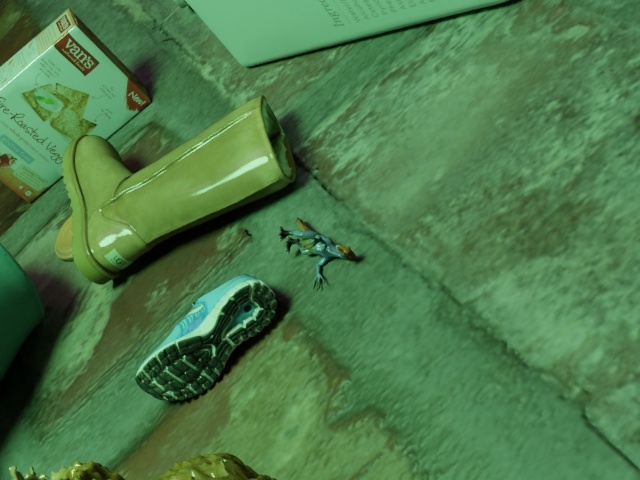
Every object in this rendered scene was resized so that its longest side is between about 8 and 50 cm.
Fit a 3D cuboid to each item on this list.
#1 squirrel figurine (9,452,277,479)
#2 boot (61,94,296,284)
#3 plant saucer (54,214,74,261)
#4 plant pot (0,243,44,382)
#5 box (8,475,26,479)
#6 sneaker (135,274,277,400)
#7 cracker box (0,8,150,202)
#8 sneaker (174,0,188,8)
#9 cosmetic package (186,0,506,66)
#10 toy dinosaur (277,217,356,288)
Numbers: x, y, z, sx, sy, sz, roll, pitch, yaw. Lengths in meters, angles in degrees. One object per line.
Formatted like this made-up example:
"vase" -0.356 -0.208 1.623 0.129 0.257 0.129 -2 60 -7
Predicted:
"squirrel figurine" -0.161 0.340 0.621 0.370 0.281 0.397 -38 26 22
"boot" -0.169 -0.091 1.081 0.269 0.089 0.236 -29 53 16
"plant saucer" -0.309 -0.011 1.173 0.083 0.013 0.083 -22 44 23
"plant pot" -0.465 0.104 1.021 0.272 0.271 0.255 9 46 43
"box" -0.370 0.313 0.931 0.207 0.036 0.114 -17 47 27
"sneaker" -0.114 0.094 0.908 0.162 0.063 0.073 -39 23 -1
"cracker box" -0.373 -0.181 1.258 0.232 0.156 0.067 -40 41 5
"sneaker" -0.196 -0.501 1.422 0.150 0.135 0.366 -27 52 8
"cosmetic package" 0.013 -0.454 1.051 0.394 0.327 0.329 -6 53 36
"toy dinosaur" 0.000 0.000 0.900 0.082 0.047 0.090 4 47 19
